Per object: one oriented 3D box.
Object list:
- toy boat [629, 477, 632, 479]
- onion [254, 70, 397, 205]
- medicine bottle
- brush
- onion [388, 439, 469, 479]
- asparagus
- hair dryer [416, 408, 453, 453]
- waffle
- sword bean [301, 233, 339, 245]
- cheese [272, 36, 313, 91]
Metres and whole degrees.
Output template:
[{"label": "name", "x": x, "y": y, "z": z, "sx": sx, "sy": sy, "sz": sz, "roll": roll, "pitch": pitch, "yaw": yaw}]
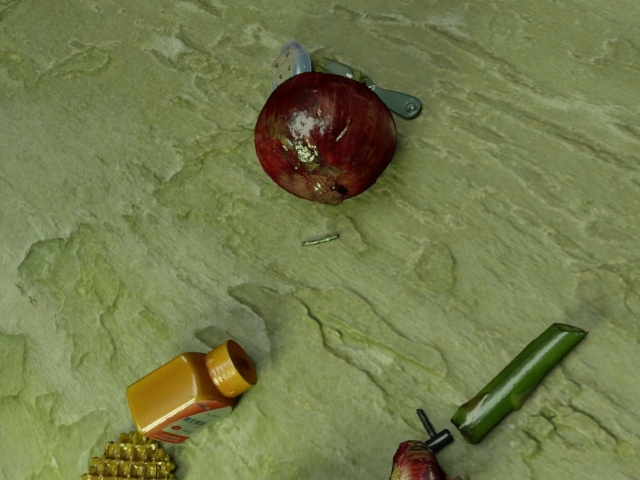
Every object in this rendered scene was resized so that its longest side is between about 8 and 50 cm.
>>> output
[{"label": "toy boat", "x": 0.514, "y": 0.461, "z": 1.228, "sx": 0.318, "sy": 0.072, "sz": 0.219, "roll": -48, "pitch": 54, "yaw": 4}, {"label": "onion", "x": 0.008, "y": -0.191, "z": 1.616, "sx": 0.276, "sy": 0.276, "sz": 0.276, "roll": -10, "pitch": 65, "yaw": 22}, {"label": "medicine bottle", "x": -0.241, "y": 0.289, "z": 1.608, "sx": 0.222, "sy": 0.149, "sz": 0.112, "roll": -32, "pitch": 60, "yaw": 10}, {"label": "brush", "x": 0.086, "y": -0.334, "z": 1.766, "sx": 0.297, "sy": 0.060, "sz": 0.068, "roll": 29, "pitch": 81, "yaw": 32}, {"label": "onion", "x": 0.183, "y": 0.409, "z": 1.388, "sx": 0.140, "sy": 0.150, "sz": 0.150, "roll": 8, "pitch": 68, "yaw": -13}, {"label": "asparagus", "x": 0.334, "y": 0.233, "z": 1.411, "sx": 0.277, "sy": 0.060, "sz": 0.067, "roll": -46, "pitch": 47, "yaw": 1}, {"label": "hair dryer", "x": 0.193, "y": 0.328, "z": 1.463, "sx": 0.047, "sy": 0.026, "sz": 0.083, "roll": -36, "pitch": 51, "yaw": 6}, {"label": "waffle", "x": -0.381, "y": 0.500, "z": 1.647, "sx": 0.231, "sy": 0.051, "sz": 0.228, "roll": -43, "pitch": 58, "yaw": 5}, {"label": "sword bean", "x": 0.000, "y": 0.000, "z": 1.697, "sx": 0.083, "sy": 0.012, "sz": 0.012, "roll": -12, "pitch": 64, "yaw": 19}, {"label": "cheese", "x": -0.056, "y": -0.330, "z": 1.819, "sx": 0.135, "sy": 0.052, "sz": 0.244, "roll": -34, "pitch": 58, "yaw": 47}]
